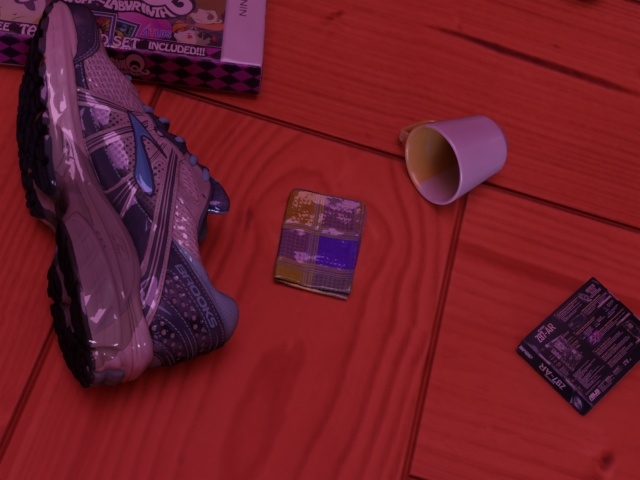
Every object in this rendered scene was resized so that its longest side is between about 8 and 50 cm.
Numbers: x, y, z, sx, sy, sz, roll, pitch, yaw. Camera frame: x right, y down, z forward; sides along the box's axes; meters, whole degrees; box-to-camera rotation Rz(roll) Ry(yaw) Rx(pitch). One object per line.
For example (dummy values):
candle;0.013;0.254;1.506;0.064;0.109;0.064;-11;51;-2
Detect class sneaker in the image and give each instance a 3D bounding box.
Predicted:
sneaker;-0.134;-0.038;0.727;0.122;0.110;0.283;-5;66;-27

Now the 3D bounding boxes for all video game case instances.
video game case;-0.156;-0.220;0.855;0.232;0.042;0.210;7;57;-7

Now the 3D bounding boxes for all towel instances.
towel;0.000;0.000;0.769;0.060;0.009;0.083;14;57;-3

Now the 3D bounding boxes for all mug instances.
mug;0.104;-0.073;0.806;0.064;0.062;0.078;-22;72;-31

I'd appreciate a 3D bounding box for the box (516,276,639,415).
box;0.191;0.074;0.756;0.083;0.018;0.067;-37;72;-27
